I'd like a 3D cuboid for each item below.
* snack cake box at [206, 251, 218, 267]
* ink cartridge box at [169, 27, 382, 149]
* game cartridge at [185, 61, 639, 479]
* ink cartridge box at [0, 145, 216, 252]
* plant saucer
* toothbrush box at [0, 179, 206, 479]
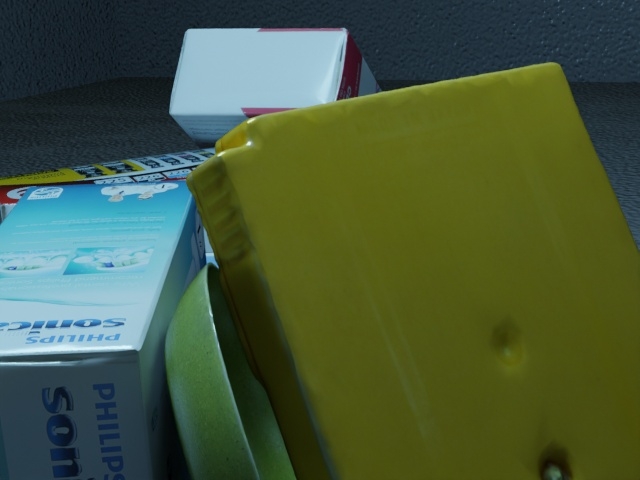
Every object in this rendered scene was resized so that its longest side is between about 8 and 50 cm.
[{"bbox_3d":[-0.183,0.057,1.258,0.264,0.089,0.152,-1,-3,12],"label":"snack cake box"},{"bbox_3d":[-0.034,-0.154,1.751,0.226,0.131,0.306,1,-22,20],"label":"ink cartridge box"},{"bbox_3d":[0.092,0.067,0.756,0.285,0.323,0.053,-14,-11,-38],"label":"game cartridge"},{"bbox_3d":[-0.244,-0.027,1.597,0.309,0.130,0.272,-9,14,-20],"label":"ink cartridge box"},{"bbox_3d":[-0.034,0.130,0.707,0.037,0.241,0.241,-20,14,1],"label":"plant saucer"},{"bbox_3d":[-0.137,0.107,0.802,0.126,0.216,0.295,-3,20,1],"label":"toothbrush box"}]
